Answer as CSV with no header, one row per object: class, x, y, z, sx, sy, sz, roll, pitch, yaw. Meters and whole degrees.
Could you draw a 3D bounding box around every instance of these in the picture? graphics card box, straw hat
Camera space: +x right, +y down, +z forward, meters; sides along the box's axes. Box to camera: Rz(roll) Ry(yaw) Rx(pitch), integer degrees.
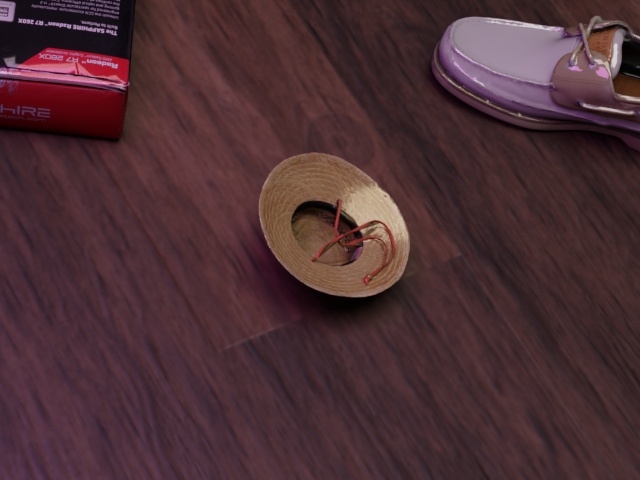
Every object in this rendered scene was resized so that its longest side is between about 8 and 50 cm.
graphics card box,-0.282,-0.270,1.745,0.232,0.094,0.371,5,56,-8
straw hat,0.000,0.000,1.637,0.144,0.061,0.145,12,61,-22

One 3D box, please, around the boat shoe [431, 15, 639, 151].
boat shoe,0.259,-0.161,1.775,0.302,0.103,0.113,14,54,-2
